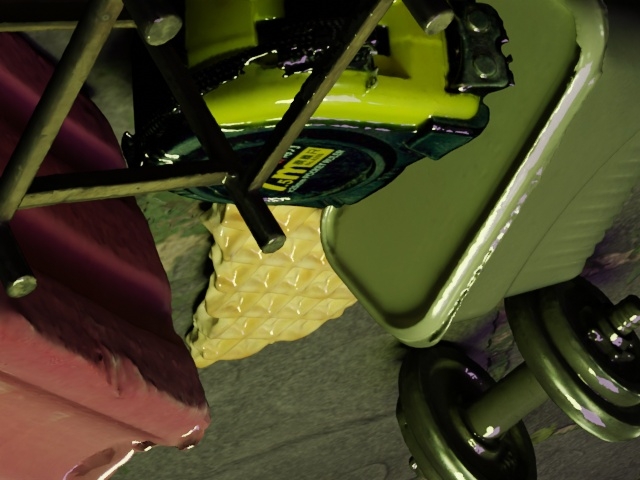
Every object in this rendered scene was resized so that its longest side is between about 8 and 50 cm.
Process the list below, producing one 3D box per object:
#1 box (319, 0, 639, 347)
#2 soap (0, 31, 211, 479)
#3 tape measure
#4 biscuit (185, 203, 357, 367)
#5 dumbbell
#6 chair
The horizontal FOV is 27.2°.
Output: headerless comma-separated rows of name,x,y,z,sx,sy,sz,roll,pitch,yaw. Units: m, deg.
box,0.138,-0.061,0.894,0.178,0.138,0.274,-4,134,-43
soap,-0.202,-0.025,0.603,0.128,0.233,0.359,-29,152,10
tape measure,-0.017,-0.089,0.750,0.186,0.112,0.199,1,161,-28
biscuit,0.000,0.000,1.020,0.204,0.040,0.309,-15,151,-21
dumbbell,0.195,0.143,1.267,0.290,0.192,0.192,-41,149,27
chair,-0.096,-0.128,0.497,0.141,0.260,0.154,-9,148,-41
